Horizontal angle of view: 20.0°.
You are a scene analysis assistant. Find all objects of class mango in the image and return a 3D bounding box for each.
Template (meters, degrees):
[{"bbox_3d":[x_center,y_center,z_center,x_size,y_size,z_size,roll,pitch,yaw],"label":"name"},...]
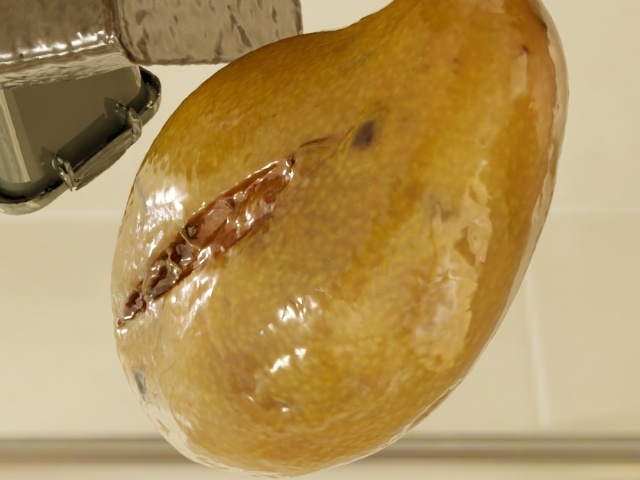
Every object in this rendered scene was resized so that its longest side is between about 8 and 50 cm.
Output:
[{"bbox_3d":[-0.006,0.000,0.731,0.295,0.120,0.177,133,135,-59],"label":"mango"}]

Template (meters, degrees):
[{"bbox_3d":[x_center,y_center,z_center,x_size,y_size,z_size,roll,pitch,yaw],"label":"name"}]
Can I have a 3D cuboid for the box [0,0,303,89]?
[{"bbox_3d":[-0.124,-0.215,0.921,0.184,0.143,0.273,-16,-81,-59],"label":"box"}]

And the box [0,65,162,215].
[{"bbox_3d":[-0.246,-0.148,1.316,0.163,0.243,0.135,-41,-36,-26],"label":"box"}]
